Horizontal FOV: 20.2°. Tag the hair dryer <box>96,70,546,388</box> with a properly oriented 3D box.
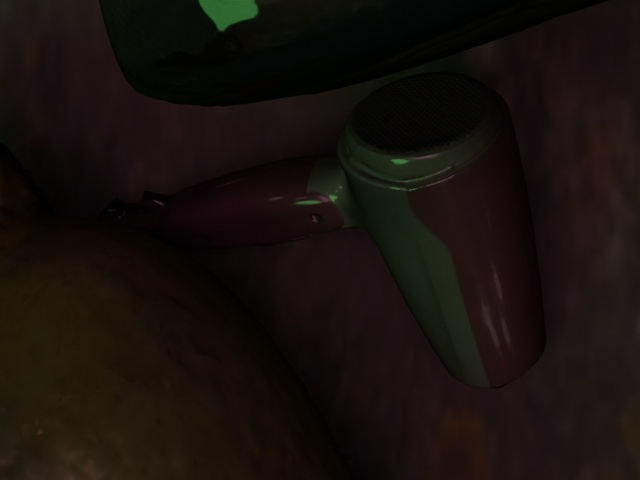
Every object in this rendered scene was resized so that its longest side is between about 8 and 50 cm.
[{"bbox_3d":[-0.004,-0.005,0.599,0.154,0.054,0.106,5,134,24],"label":"hair dryer"}]

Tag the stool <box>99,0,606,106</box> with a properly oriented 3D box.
[{"bbox_3d":[0.078,-0.178,0.443,0.310,0.310,0.226,-20,93,7],"label":"stool"}]

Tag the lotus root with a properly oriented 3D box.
[{"bbox_3d":[-0.066,0.112,0.573,0.169,0.151,0.342,-22,94,11],"label":"lotus root"}]
